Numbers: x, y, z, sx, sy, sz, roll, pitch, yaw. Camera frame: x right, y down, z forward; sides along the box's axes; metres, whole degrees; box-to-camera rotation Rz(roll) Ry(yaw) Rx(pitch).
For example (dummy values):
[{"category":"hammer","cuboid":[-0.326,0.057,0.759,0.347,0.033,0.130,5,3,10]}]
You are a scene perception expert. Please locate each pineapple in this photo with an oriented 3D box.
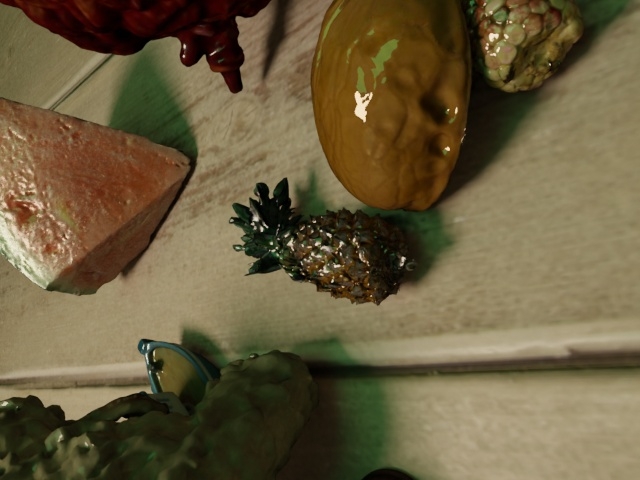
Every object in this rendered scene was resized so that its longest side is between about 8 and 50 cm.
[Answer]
[{"category":"pineapple","cuboid":[-0.001,0.000,0.542,0.221,0.083,0.103,13,109,45]}]

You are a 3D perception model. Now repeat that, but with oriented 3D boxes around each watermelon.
[{"category":"watermelon","cuboid":[-0.360,-0.077,0.807,0.292,0.250,0.283,-29,70,42]}]

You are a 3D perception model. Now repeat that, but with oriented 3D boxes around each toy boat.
[{"category":"toy boat","cuboid":[-0.170,0.191,0.678,0.215,0.102,0.088,44,113,40]}]

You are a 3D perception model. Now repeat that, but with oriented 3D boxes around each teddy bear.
[{"category":"teddy bear","cuboid":[-0.145,0.313,0.515,0.224,0.357,0.368,-138,37,-77]}]

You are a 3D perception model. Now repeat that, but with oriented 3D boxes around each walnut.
[{"category":"walnut","cuboid":[0.040,-0.115,0.461,0.167,0.087,0.211,36,134,55]}]

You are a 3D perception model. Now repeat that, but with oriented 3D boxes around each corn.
[{"category":"corn","cuboid":[0.112,-0.223,0.461,0.086,0.086,0.253,-46,53,31]}]

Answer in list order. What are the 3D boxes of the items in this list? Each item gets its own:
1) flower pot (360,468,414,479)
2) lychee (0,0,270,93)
[{"category":"flower pot","cuboid":[0.036,0.253,0.467,0.111,0.089,0.111,-8,78,45]},{"category":"lychee","cuboid":[-0.175,-0.381,0.553,0.424,0.424,0.500,2,130,46]}]
